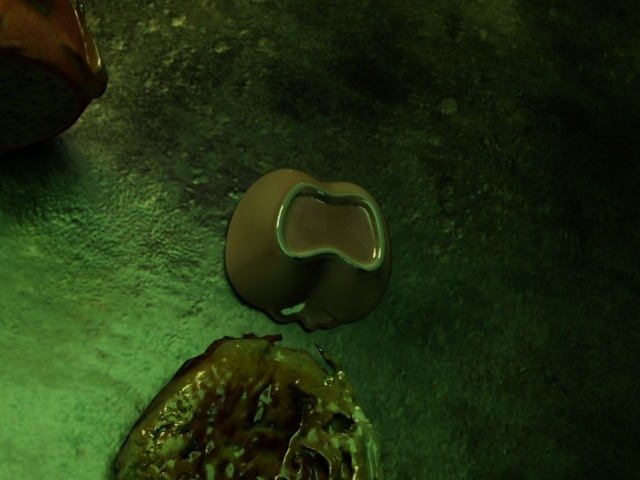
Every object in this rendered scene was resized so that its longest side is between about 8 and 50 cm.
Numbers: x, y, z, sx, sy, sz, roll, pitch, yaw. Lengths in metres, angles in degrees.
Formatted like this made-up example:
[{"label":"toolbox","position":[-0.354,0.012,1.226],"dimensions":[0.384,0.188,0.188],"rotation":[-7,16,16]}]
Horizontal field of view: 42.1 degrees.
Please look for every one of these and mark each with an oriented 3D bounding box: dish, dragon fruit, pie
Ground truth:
[{"label":"dish","position":[0.000,0.000,0.976],"dimensions":[0.213,0.090,0.213],"rotation":[8,67,-20]},{"label":"dragon fruit","position":[-0.364,-0.211,0.790],"dimensions":[0.291,0.291,0.189],"rotation":[-4,76,-24]},{"label":"pie","position":[-0.058,0.240,0.863],"dimensions":[0.308,0.085,0.308],"rotation":[8,67,-21]}]
